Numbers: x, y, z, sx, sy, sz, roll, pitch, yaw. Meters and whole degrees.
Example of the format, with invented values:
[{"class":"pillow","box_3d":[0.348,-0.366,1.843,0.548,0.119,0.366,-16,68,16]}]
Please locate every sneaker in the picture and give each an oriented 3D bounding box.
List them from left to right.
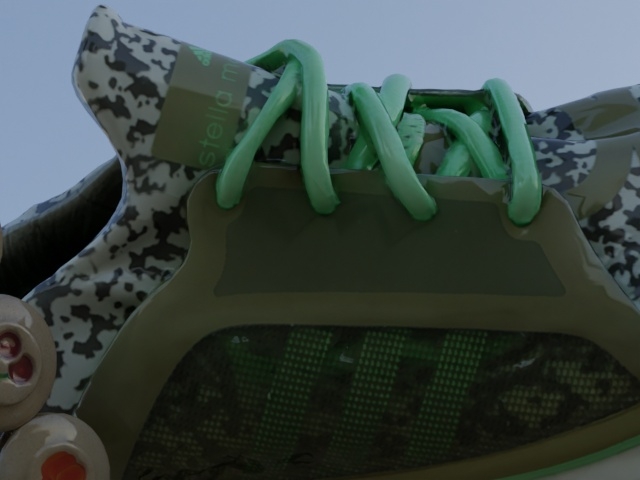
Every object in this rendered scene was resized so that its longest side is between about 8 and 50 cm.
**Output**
[{"class":"sneaker","box_3d":[0.000,0.000,0.506,0.410,0.158,0.182,-26,-66,6]}]

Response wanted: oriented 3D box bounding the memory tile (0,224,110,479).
[{"class":"memory tile","box_3d":[-0.115,0.033,0.403,0.012,0.113,0.148,-3,-65,48]}]
